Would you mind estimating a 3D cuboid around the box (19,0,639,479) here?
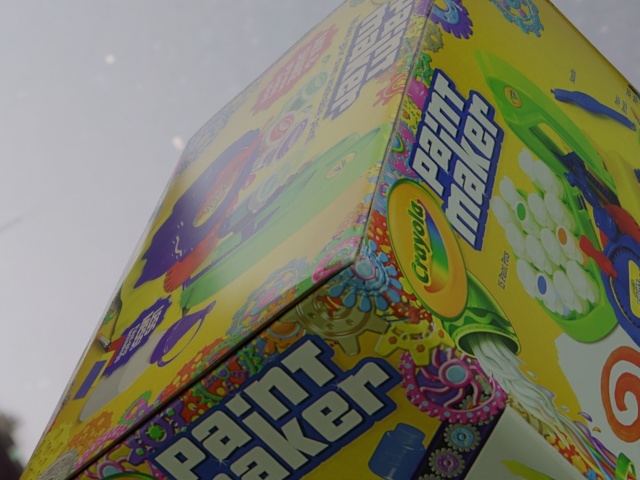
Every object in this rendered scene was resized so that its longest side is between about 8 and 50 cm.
[{"bbox_3d":[0.071,0.069,0.729,0.279,0.290,0.177,44,-61,-14],"label":"box"}]
